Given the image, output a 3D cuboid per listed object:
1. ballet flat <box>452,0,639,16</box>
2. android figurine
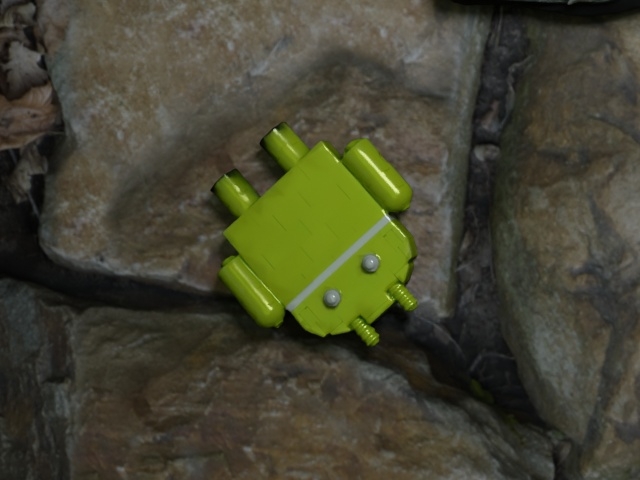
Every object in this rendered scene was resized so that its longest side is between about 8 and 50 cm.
[{"bbox_3d":[0.263,-0.298,1.858,0.280,0.096,0.095,-2,92,13],"label":"ballet flat"},{"bbox_3d":[0.000,0.000,1.957,0.248,0.056,0.273,-41,82,12],"label":"android figurine"}]
